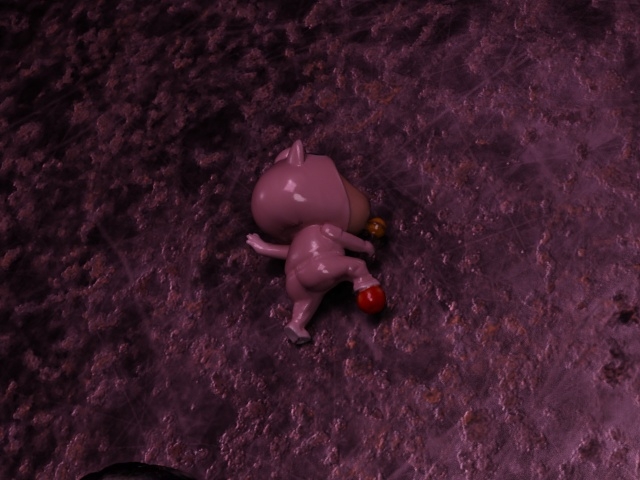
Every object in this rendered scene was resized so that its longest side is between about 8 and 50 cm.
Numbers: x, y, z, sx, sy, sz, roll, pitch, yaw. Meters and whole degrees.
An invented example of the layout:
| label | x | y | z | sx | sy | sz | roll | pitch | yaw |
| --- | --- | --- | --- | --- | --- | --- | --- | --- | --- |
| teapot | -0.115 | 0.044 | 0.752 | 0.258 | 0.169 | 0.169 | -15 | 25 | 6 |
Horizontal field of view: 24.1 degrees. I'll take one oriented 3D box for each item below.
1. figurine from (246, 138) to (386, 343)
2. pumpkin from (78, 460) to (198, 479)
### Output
| label | x | y | z | sx | sy | sz | roll | pitch | yaw |
| --- | --- | --- | --- | --- | --- | --- | --- | --- | --- |
| figurine | 0.000 | 0.000 | 2.234 | 0.186 | 0.176 | 0.288 | -2 | 62 | -28 |
| pumpkin | -0.256 | 0.416 | 1.946 | 0.295 | 0.296 | 0.296 | -13 | 52 | 17 |
